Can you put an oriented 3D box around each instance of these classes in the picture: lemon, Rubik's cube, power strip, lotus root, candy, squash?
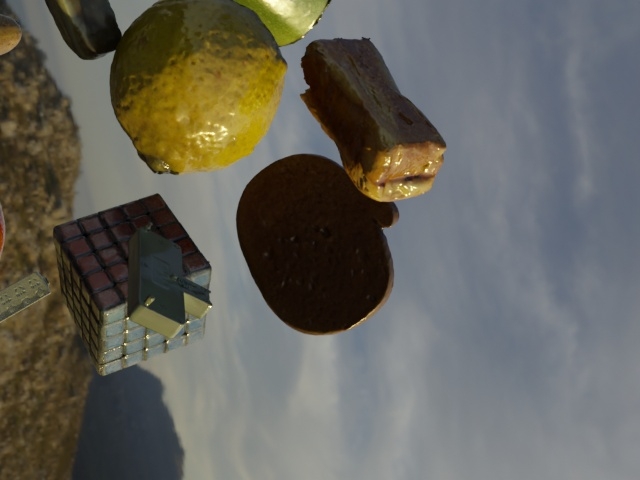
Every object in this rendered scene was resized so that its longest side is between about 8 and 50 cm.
[{"bbox_3d":[-0.246,-0.302,1.686,0.387,0.350,0.350,-63,178,-24],"label":"lemon"},{"bbox_3d":[-0.375,0.088,1.696,0.238,0.237,0.236,53,-33,31],"label":"Rubik's cube"},{"bbox_3d":[-0.698,0.146,1.848,0.060,0.253,0.027,59,-33,-5],"label":"power strip"},{"bbox_3d":[-0.865,-0.520,2.165,0.125,0.221,0.118,-2,-73,42],"label":"lotus root"},{"bbox_3d":[-0.483,-0.475,1.687,0.104,0.102,0.233,17,-49,55],"label":"candy"},{"bbox_3d":[-0.169,-0.644,2.007,0.310,0.309,0.310,-7,-100,41],"label":"squash"},{"bbox_3d":[-0.244,0.073,1.405,0.061,0.145,0.215,-46,-148,22],"label":"power strip"}]

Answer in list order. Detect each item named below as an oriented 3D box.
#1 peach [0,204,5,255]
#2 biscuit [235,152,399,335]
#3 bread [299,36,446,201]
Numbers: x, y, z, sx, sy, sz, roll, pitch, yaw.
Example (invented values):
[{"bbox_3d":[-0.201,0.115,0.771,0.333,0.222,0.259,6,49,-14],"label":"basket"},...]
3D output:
[{"bbox_3d":[-0.690,-0.001,1.359,0.388,0.389,0.388,167,-90,-75],"label":"peach"},{"bbox_3d":[0.003,0.001,1.799,0.394,0.351,0.070,71,14,11],"label":"biscuit"},{"bbox_3d":[0.090,-0.232,1.625,0.344,0.195,0.148,61,-41,30],"label":"bread"}]
